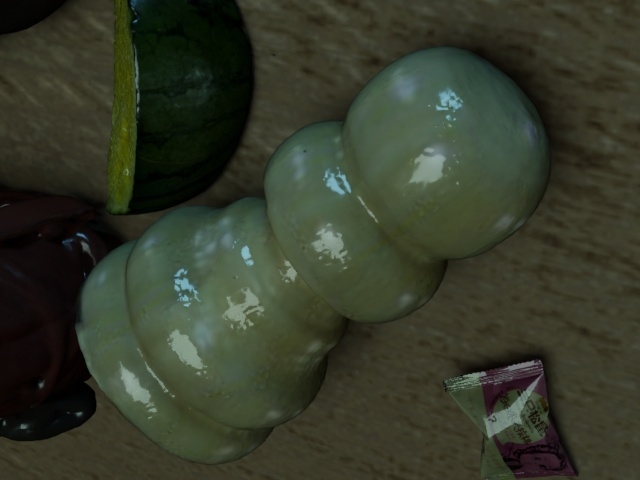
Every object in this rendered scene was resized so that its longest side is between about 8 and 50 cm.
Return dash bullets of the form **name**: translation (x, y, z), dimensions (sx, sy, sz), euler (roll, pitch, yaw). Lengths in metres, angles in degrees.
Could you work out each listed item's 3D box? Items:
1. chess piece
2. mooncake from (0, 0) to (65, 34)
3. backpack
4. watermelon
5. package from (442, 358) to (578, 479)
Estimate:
- **chess piece**: translation (0.000, 0.000, 0.541), dimensions (0.261, 0.143, 0.143), euler (-38, 91, 28)
- **mooncake**: translation (-0.252, -0.236, 0.559), dimensions (0.283, 0.141, 0.283), euler (11, 117, 23)
- **backpack**: translation (-0.244, 0.041, 0.619), dimensions (0.229, 0.229, 0.139), euler (24, 115, 16)
- **watermelon**: translation (-0.082, -0.090, 0.596), dimensions (0.092, 0.075, 0.182), euler (-134, 45, -58)
- **package**: translation (0.109, 0.108, 0.586), dimensions (0.059, 0.029, 0.083), euler (-14, 114, 22)
